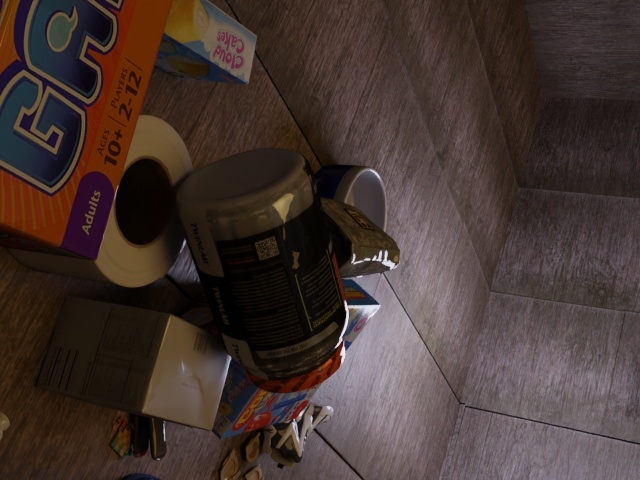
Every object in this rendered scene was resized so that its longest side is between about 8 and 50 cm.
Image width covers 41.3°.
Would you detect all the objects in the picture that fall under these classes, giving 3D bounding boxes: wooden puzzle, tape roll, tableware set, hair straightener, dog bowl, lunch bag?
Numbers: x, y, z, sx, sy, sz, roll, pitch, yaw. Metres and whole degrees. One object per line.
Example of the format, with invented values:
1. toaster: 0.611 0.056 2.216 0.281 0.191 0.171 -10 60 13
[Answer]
1. wooden puzzle: -0.337 0.341 1.455 0.049 0.006 0.083 -63 147 -33
2. tape roll: -0.317 -0.063 1.221 0.246 0.169 0.246 -21 114 -60
3. tableware set: -0.164 0.502 1.817 0.141 0.020 0.169 -43 133 -52
4. hair straightener: -0.274 0.264 1.462 0.047 0.089 0.231 6 87 -64
5. dog bowl: 0.061 -0.049 2.028 0.265 0.104 0.265 -26 119 -59
6. lunch bag: 0.000 0.000 1.724 0.235 0.287 0.169 9 88 -62

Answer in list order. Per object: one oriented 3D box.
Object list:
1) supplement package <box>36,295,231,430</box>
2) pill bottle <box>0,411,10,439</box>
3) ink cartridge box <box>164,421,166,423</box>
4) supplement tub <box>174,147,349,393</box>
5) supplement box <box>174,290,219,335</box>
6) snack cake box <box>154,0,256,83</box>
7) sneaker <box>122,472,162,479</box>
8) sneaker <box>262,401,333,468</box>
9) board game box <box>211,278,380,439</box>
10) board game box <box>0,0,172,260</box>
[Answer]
1. supplement package: -0.280 0.191 1.315 0.194 0.203 0.149 41 60 -59
2. pill bottle: -0.463 0.268 1.153 0.083 0.043 0.043 -46 136 -50
3. ink cartridge box: -0.233 0.275 1.581 0.181 0.061 0.104 -31 125 -57
4. supplement tub: -0.076 0.049 1.281 0.207 0.207 0.338 -49 132 -48
5. supplement box: -0.201 0.159 1.570 0.188 0.104 0.081 -43 132 -52
6. snack cake box: -0.234 -0.331 1.336 0.264 0.152 0.089 18 80 -62
7. sneaker: -0.322 0.450 1.424 0.221 0.087 0.083 1 96 -63
8. sneaker: -0.059 0.439 1.926 0.235 0.094 0.153 25 76 -62
9. board game box: -0.057 0.213 1.599 0.308 0.086 0.302 -55 158 12
10. board game box: -0.403 -0.212 0.787 0.356 0.356 0.356 31 69 -56
